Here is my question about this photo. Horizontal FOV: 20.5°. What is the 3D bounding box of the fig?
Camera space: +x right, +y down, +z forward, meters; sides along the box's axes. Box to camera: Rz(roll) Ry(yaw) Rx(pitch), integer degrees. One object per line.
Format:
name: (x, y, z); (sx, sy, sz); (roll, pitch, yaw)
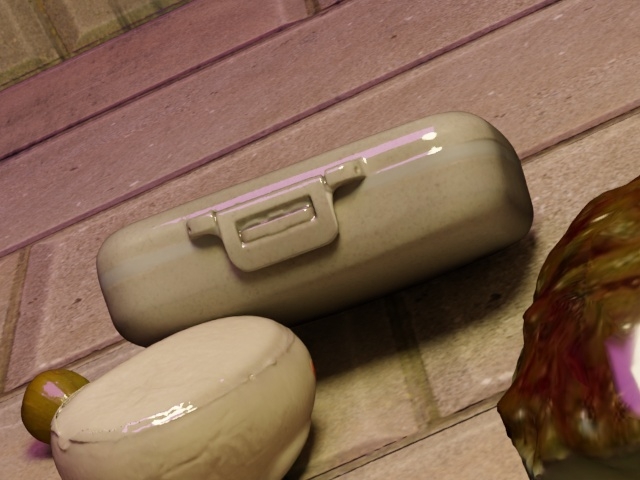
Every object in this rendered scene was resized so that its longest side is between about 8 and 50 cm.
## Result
fig: (-0.242, 0.162, 1.680); (0.088, 0.074, 0.074); (20, 48, 41)

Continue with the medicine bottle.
medicine bottle: (0.000, 0.000, 1.589); (0.375, 0.123, 0.282); (-19, -11, 13)

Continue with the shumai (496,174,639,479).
shumai: (0.246, 0.113, 0.896); (0.324, 0.323, 0.397); (-3, 32, 49)

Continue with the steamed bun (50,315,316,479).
steamed bun: (-0.103, 0.157, 1.447); (0.228, 0.130, 0.177); (-30, 20, -30)
